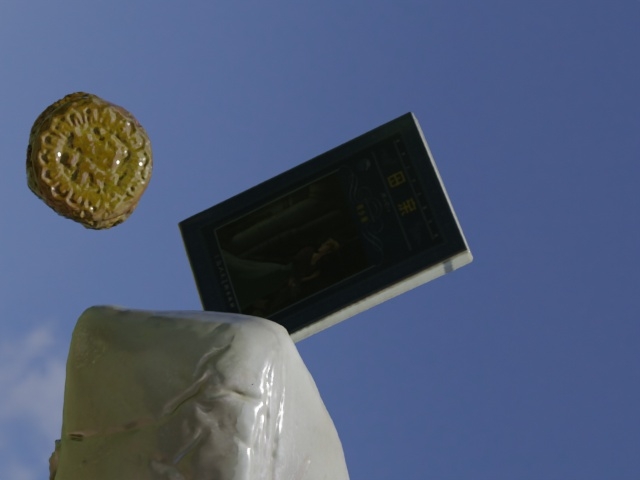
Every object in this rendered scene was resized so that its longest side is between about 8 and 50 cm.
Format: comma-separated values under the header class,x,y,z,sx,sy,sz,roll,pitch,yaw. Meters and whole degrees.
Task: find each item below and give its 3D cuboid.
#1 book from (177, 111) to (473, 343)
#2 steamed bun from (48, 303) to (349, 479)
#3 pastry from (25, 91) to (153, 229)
class,x,y,z,sx,sy,sz,roll,pitch,yaw
book,0.000,0.000,1.973,0.025,0.269,0.191,54,14,-52
steamed bun,-0.111,0.242,1.811,0.383,0.247,0.236,74,29,-53
pastry,-0.177,-0.062,1.524,0.057,0.097,0.109,166,-84,-79
